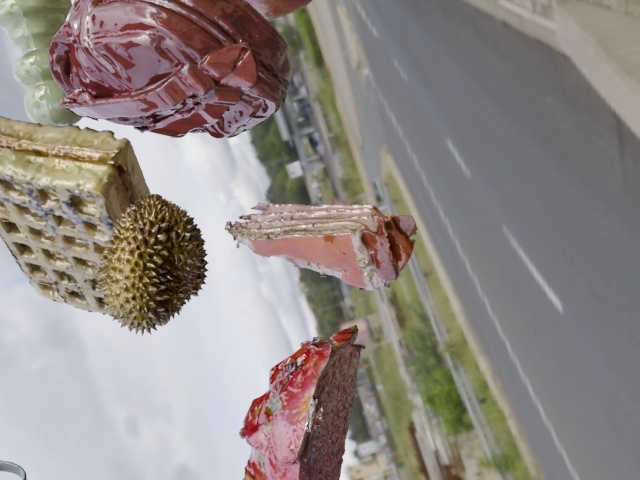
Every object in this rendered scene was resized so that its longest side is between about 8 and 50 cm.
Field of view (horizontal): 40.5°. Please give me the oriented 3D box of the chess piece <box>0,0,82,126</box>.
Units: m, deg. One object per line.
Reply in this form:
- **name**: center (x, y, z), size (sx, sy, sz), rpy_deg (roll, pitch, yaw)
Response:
- **chess piece**: center (-0.467, -0.311, 1.465), size (0.144, 0.144, 0.251), rpy_deg (-104, 0, -83)

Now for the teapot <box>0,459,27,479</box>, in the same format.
- **teapot**: center (-0.458, 0.386, 1.063), size (0.294, 0.129, 0.193), rpy_deg (-68, -15, -53)

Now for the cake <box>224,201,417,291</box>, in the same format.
- **cake**: center (-0.003, 0.005, 1.277), size (0.135, 0.287, 0.098), rpy_deg (77, -151, -47)

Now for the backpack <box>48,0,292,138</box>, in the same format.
- **backpack**: center (-0.131, -0.167, 0.809), size (0.229, 0.229, 0.139), rpy_deg (70, -145, -70)

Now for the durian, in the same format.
- **durian**: center (-0.206, 0.026, 1.071), size (0.158, 0.137, 0.168), rpy_deg (-128, 46, -80)

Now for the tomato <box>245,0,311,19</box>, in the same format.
- **tomato**: center (-0.097, -0.467, 1.356), size (0.265, 0.265, 0.265), rpy_deg (-19, -90, -89)

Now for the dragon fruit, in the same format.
- **dragon fruit**: center (-0.038, 0.223, 1.063), size (0.161, 0.126, 0.274), rpy_deg (43, -123, -69)

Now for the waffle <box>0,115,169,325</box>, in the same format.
- **waffle**: center (-0.372, -0.024, 1.327), size (0.376, 0.261, 0.114), rpy_deg (81, -153, -54)
